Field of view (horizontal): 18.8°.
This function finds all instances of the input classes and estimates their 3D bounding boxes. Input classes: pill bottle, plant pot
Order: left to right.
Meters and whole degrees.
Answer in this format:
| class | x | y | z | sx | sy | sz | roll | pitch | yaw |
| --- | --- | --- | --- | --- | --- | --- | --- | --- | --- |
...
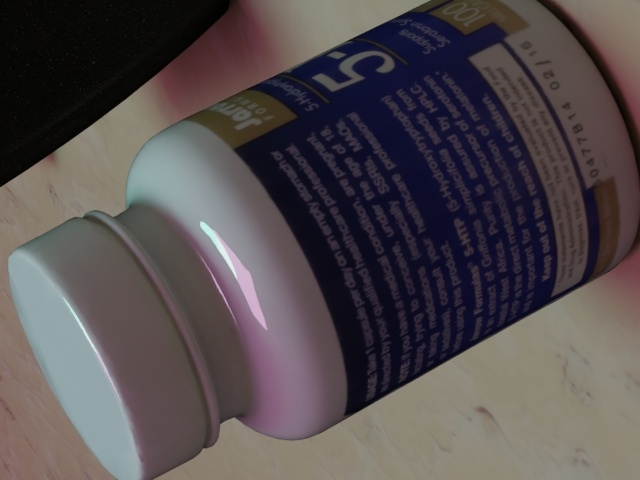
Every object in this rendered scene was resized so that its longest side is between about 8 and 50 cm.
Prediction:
| class | x | y | z | sx | sy | sz | roll | pitch | yaw |
| --- | --- | --- | --- | --- | --- | --- | --- | --- | --- |
| plant pot | -0.153 | -0.120 | 0.878 | 0.187 | 0.167 | 0.188 | 65 | 159 | -5 |
| pill bottle | 0.000 | 0.000 | 0.631 | 0.112 | 0.186 | 0.112 | 49 | 155 | 32 |
